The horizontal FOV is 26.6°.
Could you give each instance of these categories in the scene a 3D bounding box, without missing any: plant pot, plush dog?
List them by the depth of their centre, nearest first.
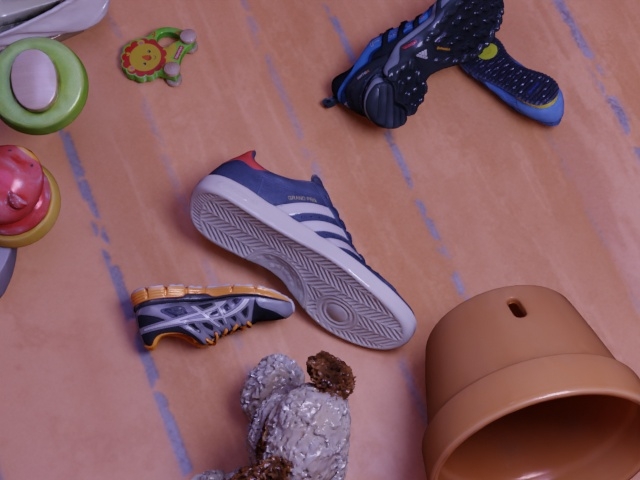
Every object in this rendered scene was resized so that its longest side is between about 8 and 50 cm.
[{"bbox_3d":[-0.029,0.258,1.632,0.211,0.225,0.262,27,64,6],"label":"plush dog"},{"bbox_3d":[0.252,0.194,1.688,0.291,0.290,0.203,-7,48,-10],"label":"plant pot"}]

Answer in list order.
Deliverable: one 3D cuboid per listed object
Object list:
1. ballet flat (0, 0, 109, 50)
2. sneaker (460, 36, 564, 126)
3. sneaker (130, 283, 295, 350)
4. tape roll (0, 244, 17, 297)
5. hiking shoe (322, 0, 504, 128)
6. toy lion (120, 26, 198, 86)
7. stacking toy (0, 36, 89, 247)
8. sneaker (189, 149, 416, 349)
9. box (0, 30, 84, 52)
[{"bbox_3d":[-0.486,-0.315,1.877,0.400,0.139,0.139,-21,69,-15],"label":"ballet flat"},{"bbox_3d":[0.275,-0.235,2.001,0.069,0.082,0.209,-44,58,-9],"label":"sneaker"},{"bbox_3d":[-0.140,0.101,1.781,0.215,0.084,0.083,-2,79,-4],"label":"sneaker"},{"bbox_3d":[-0.512,0.008,1.777,0.219,0.072,0.219,3,65,-6],"label":"tape roll"},{"bbox_3d":[0.139,-0.291,1.966,0.304,0.113,0.132,-42,41,-22],"label":"hiking shoe"},{"bbox_3d":[-0.238,-0.270,1.967,0.096,0.034,0.100,18,64,10],"label":"toy lion"},{"bbox_3d":[-0.454,-0.167,1.715,0.309,0.130,0.279,22,80,2],"label":"stacking toy"},{"bbox_3d":[0.000,0.000,1.820,0.350,0.131,0.148,38,46,1],"label":"sneaker"},{"bbox_3d":[-0.470,-0.330,1.969,0.201,0.021,0.164,-28,71,-19],"label":"box"}]
